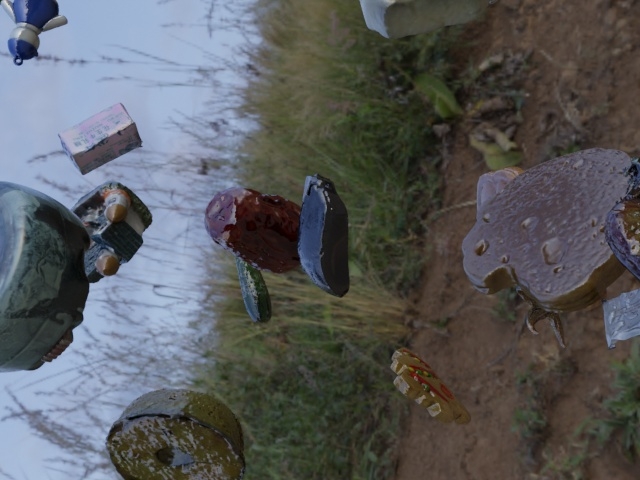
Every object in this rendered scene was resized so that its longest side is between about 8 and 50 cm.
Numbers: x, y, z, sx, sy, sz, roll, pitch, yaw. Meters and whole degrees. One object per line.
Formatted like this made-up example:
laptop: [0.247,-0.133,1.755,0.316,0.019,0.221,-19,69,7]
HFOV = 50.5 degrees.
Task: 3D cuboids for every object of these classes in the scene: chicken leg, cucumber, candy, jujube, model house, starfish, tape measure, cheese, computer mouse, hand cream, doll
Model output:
chicken leg: [0.428,-0.018,0.889,0.051,0.105,0.253,78,-170,-46]
cucumber: [-0.170,0.098,1.673,0.069,0.069,0.228,64,-174,-63]
candy: [-0.470,-0.217,1.462,0.160,0.092,0.073,-32,-34,-16]
jujube: [-0.115,-0.023,1.306,0.230,0.155,0.155,28,-111,-50]
model house: [-0.626,-0.003,1.930,0.190,0.271,0.301,52,-177,-27]
starfish: [0.619,0.180,1.866,0.213,0.238,0.057,-34,-6,-40]
tape measure: [-0.442,0.056,0.937,0.147,0.274,0.256,33,-144,-56]
cheese: [0.222,-0.551,1.432,0.326,0.317,0.115,-54,-29,-23]
computer mouse: [0.000,0.000,1.076,0.122,0.073,0.217,-118,21,-52]
hand cream: [0.482,0.078,0.948,0.257,0.050,0.084,118,159,-60]
doll: [-0.430,-0.324,1.011,0.058,0.098,0.143,127,154,-72]

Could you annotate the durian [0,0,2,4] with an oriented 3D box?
durian: [-0.572,-0.480,1.136,0.100,0.215,0.086,-34,-13,-10]

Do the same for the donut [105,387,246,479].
donut: [-0.272,0.386,1.310,0.107,0.271,0.272,-80,-11,-56]

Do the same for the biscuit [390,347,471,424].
biscuit: [0.223,0.299,1.455,0.041,0.212,0.239,-53,27,14]

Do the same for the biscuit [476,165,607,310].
biscuit: [0.520,-0.015,1.663,0.350,0.078,0.455,71,166,-12]

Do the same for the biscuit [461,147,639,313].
biscuit: [0.421,-0.020,1.195,0.074,0.358,0.381,50,-141,-30]
